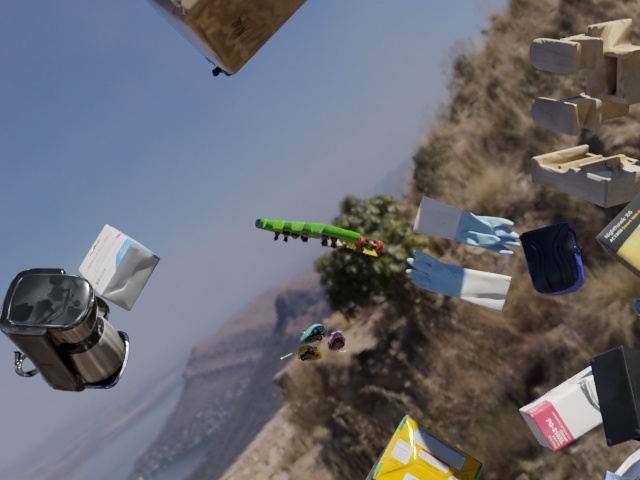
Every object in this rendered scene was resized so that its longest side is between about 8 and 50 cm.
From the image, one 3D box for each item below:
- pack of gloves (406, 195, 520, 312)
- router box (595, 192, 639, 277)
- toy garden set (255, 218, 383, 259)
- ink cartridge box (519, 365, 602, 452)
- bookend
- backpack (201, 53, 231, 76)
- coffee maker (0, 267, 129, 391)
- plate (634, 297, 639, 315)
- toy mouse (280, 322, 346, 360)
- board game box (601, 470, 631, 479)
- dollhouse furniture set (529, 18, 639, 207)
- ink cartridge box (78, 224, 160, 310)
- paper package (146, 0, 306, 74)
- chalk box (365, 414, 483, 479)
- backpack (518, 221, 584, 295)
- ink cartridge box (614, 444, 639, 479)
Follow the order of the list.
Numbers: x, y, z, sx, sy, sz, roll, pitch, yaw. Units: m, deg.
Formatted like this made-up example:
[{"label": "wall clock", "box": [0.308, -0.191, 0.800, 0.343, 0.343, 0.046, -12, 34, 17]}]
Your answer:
[{"label": "pack of gloves", "box": [0.307, 0.028, 1.900, 0.046, 0.232, 0.195, -11, -63, -71]}, {"label": "router box", "box": [0.760, -0.037, 1.793, 0.309, 0.081, 0.243, -47, 42, 5]}, {"label": "toy garden set", "box": [0.000, 0.000, 2.004, 0.204, 0.049, 0.244, 14, -5, -40]}, {"label": "ink cartridge box", "box": [0.584, 0.366, 1.982, 0.237, 0.100, 0.172, -32, -8, -1]}, {"label": "bookend", "box": [0.554, 0.276, 1.510, 0.157, 0.156, 0.072, 15, -34, -31]}, {"label": "backpack", "box": [-0.219, -0.458, 1.867, 0.152, 0.182, 0.115, -48, -2, -16]}, {"label": "coffee maker", "box": [-0.370, 0.131, 1.214, 0.171, 0.120, 0.178, -19, -36, -4]}, {"label": "plate", "box": [0.760, 0.179, 1.887, 0.024, 0.188, 0.188, -61, -11, 28]}, {"label": "toy mouse", "box": [0.006, 0.220, 1.998, 0.161, 0.031, 0.143, 10, -49, -31]}, {"label": "board game box", "box": [0.435, 0.514, 1.436, 0.165, 0.042, 0.243, -57, -18, -48]}, {"label": "dollhouse furniture set", "box": [0.641, -0.309, 2.051, 0.362, 0.394, 0.256, -15, 23, -23]}, {"label": "ink cartridge box", "box": [-0.352, 0.043, 1.529, 0.104, 0.061, 0.181, -59, 29, -3]}, {"label": "paper package", "box": [-0.117, -0.429, 1.281, 0.309, 0.168, 0.325, -45, -5, 4]}, {"label": "chalk box", "box": [0.160, 0.522, 1.723, 0.179, 0.180, 0.289, -49, -12, -46]}, {"label": "backpack", "box": [0.425, 0.039, 1.580, 0.098, 0.120, 0.101, -18, -18, 28]}, {"label": "ink cartridge box", "box": [0.661, 0.496, 1.647, 0.160, 0.219, 0.092, -43, -13, -17]}]
